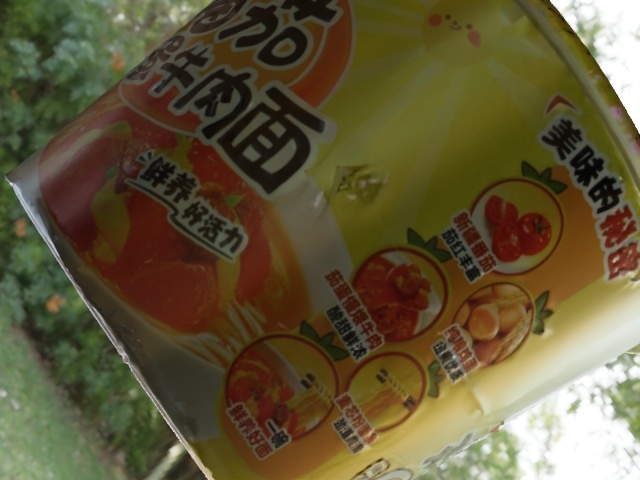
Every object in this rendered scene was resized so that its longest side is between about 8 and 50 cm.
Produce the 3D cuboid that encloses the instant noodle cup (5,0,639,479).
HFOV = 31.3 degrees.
[{"bbox_3d":[0.000,0.000,0.510,0.264,0.200,0.264,52,-11,15],"label":"instant noodle cup"}]
